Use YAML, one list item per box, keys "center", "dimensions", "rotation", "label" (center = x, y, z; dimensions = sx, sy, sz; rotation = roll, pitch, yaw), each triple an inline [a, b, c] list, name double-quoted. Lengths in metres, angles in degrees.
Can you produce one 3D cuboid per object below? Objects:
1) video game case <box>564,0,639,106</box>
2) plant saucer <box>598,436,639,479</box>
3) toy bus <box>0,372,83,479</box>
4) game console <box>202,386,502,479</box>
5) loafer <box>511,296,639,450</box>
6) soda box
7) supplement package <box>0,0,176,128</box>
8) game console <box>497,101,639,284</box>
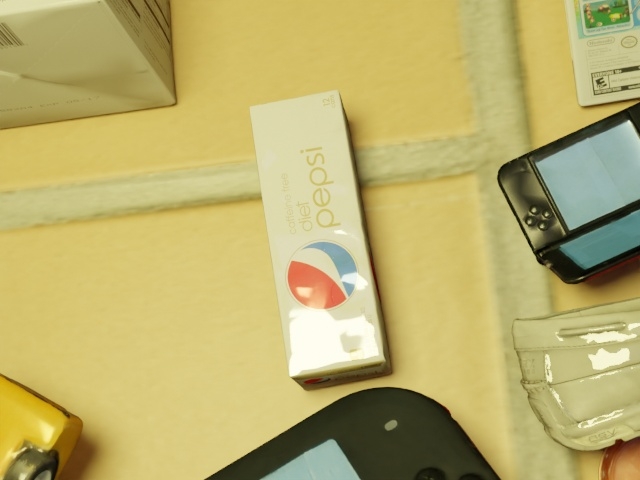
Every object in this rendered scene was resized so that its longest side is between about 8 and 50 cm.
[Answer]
- center: [0.268, -0.186, 0.895]
  dimensions: [0.157, 0.019, 0.143]
  rotation: [-8, 101, 8]
  label: "video game case"
- center: [0.242, 0.171, 0.838]
  dimensions: [0.084, 0.013, 0.083]
  rotation: [-2, 75, 8]
  label: "plant saucer"
- center: [-0.286, 0.254, 0.828]
  dimensions: [0.108, 0.130, 0.332]
  rotation: [26, 80, 15]
  label: "toy bus"
- center: [-0.022, 0.287, 0.729]
  dimensions: [0.387, 0.060, 0.342]
  rotation: [-30, 42, -7]
  label: "game console"
- center: [0.290, 0.042, 0.813]
  dimensions: [0.320, 0.112, 0.111]
  rotation: [-23, 89, 2]
  label: "loafer"
- center: [0.000, 0.000, 0.890]
  dimensions: [0.074, 0.069, 0.216]
  rotation: [-11, 74, 5]
  label: "soda box"
- center: [-0.241, -0.250, 0.922]
  dimensions: [0.199, 0.198, 0.262]
  rotation: [-7, 74, 7]
  label: "supplement package"
- center: [0.218, -0.040, 0.861]
  dimensions: [0.144, 0.085, 0.124]
  rotation: [-24, 73, 0]
  label: "game console"
